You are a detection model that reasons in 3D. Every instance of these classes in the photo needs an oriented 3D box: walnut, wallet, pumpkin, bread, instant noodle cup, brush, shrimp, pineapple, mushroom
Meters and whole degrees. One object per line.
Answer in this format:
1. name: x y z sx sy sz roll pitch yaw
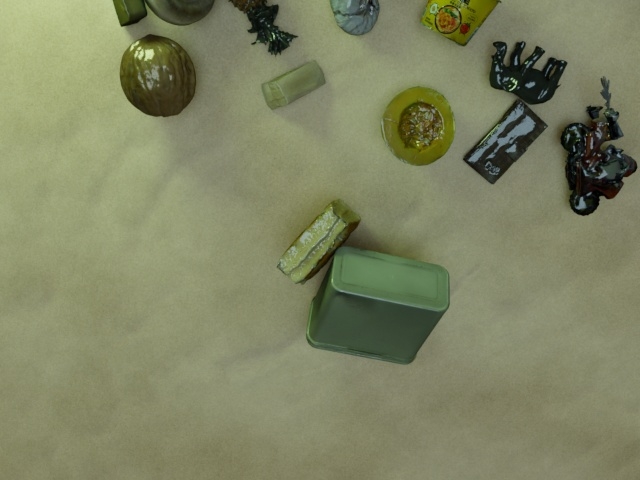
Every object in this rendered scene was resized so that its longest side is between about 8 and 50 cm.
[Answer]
1. walnut: -0.432 -0.437 1.593 0.213 0.213 0.213 0 110 -1
2. wallet: 0.537 -0.284 1.750 0.124 0.042 0.230 39 104 -10
3. pumpkin: 0.271 -0.321 1.706 0.217 0.110 0.217 -1 98 -4
4. bread: -0.077 -0.437 1.692 0.152 0.105 0.077 -33 110 -23
5. bread: 0.000 0.000 1.732 0.111 0.246 0.239 41 105 4
6. instant noodle cup: 0.355 -0.602 1.570 0.182 0.182 0.144 25 116 -10
7. brush: -0.494 -0.617 1.528 0.059 0.197 0.123 -21 112 -17
8. shrimp: 0.081 -0.706 1.550 0.145 0.116 0.343 -12 117 3
9. pineapple: -0.166 -0.607 1.594 0.125 0.125 0.251 -31 118 9
10. mushroom: -0.338 -0.648 1.500 0.215 0.207 0.207 11 117 41

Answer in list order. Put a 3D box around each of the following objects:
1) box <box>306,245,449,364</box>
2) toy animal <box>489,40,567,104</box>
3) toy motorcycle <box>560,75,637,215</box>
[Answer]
1. box: 0.161 0.194 1.766 0.352 0.177 0.344 12 143 -5
2. toy animal: 0.561 -0.460 1.648 0.245 0.114 0.146 24 107 -9
3. toy motorcycle: 0.793 -0.272 1.713 0.207 0.134 0.401 -17 111 4
